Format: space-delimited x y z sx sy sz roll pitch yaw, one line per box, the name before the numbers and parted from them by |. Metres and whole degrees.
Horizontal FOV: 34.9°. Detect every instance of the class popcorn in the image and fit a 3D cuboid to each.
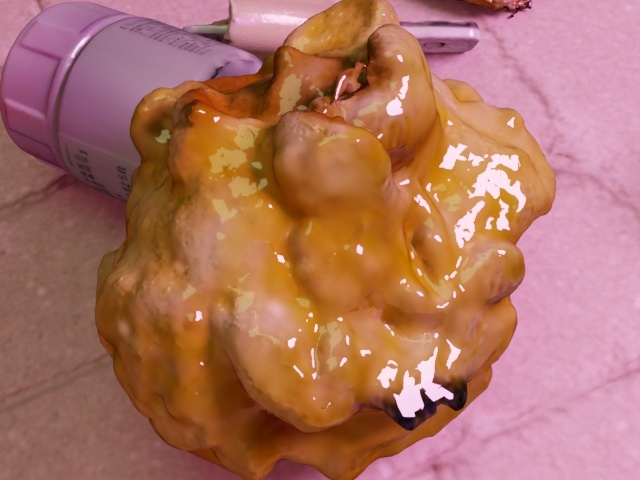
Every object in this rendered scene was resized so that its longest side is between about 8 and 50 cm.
popcorn | 0.000 0.000 0.599 0.286 0.252 0.215 -41 17 -21

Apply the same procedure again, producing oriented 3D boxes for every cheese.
cheese | 0.005 -0.156 0.785 0.234 0.127 0.050 0 83 -6

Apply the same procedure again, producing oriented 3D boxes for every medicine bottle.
medicine bottle | -0.131 -0.093 0.735 0.168 0.135 0.135 22 62 24

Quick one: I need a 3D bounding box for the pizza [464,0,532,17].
pizza | 0.167 -0.273 0.844 0.226 0.069 0.147 -30 53 -10
